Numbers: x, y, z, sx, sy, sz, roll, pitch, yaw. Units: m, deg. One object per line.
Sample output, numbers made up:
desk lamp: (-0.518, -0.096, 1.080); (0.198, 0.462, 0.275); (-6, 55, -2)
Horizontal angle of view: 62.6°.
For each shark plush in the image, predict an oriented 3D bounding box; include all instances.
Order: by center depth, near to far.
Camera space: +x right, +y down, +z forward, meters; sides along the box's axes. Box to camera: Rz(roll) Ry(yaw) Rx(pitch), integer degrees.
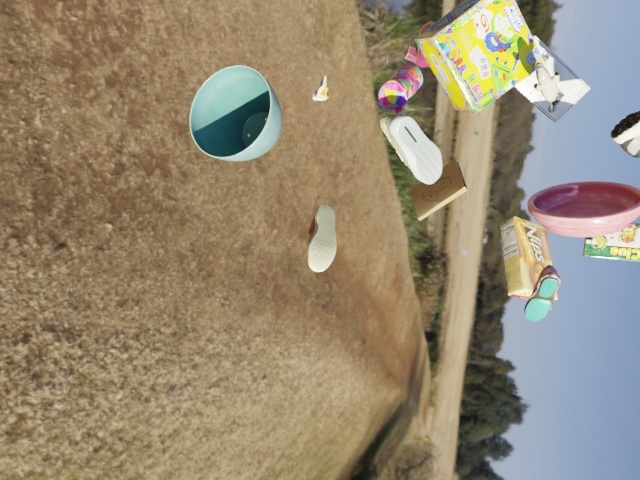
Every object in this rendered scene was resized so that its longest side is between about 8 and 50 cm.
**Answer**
shark plush: (0.677, -0.452, 1.553); (0.161, 0.073, 0.067); (34, 30, -36)

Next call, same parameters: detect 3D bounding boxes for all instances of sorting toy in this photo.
sorting toy: (0.007, -0.515, 1.774); (0.083, 0.045, 0.075); (-154, -109, -76)

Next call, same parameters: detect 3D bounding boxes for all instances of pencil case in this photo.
pencil case: (0.262, -0.496, 1.713); (0.236, 0.105, 0.104); (-54, 149, -49)

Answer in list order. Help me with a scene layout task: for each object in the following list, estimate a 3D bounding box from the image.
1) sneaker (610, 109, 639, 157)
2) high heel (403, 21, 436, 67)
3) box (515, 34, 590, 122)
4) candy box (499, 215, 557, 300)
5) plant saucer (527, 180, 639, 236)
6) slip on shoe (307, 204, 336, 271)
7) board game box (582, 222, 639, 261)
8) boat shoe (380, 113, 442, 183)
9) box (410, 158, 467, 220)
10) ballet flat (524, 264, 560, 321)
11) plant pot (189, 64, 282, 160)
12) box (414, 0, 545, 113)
sneaker: (0.922, -0.333, 1.417); (0.108, 0.272, 0.100); (49, 11, -11)
high heel: (0.408, -0.721, 1.959); (0.244, 0.117, 0.082); (137, -32, -69)
box: (0.814, -0.594, 1.933); (0.169, 0.290, 0.087); (-49, -169, 23)
candy box: (0.817, 0.078, 2.075); (0.087, 0.183, 0.316); (-38, -138, 52)
plant saucer: (0.825, -0.096, 1.643); (0.332, 0.333, 0.084); (-55, 136, -60)
slip on shoe: (0.000, 0.000, 2.237); (0.101, 0.123, 0.331); (127, -25, -48)
board game box: (1.077, 0.002, 1.861); (0.030, 0.260, 0.136); (-38, 131, -73)
boat shoe: (0.290, -0.293, 1.651); (0.109, 0.094, 0.302); (-46, 133, -3)
box: (0.417, -0.180, 1.869); (0.021, 0.201, 0.164); (36, 34, -31)
ballet flat: (0.704, 0.164, 1.666); (0.079, 0.077, 0.221); (-62, 160, -43)
plant pot: (-0.236, -0.373, 1.662); (0.195, 0.291, 0.289); (20, 78, -65)
box: (0.516, -0.620, 1.719); (0.290, 0.279, 0.177); (53, 3, -21)
